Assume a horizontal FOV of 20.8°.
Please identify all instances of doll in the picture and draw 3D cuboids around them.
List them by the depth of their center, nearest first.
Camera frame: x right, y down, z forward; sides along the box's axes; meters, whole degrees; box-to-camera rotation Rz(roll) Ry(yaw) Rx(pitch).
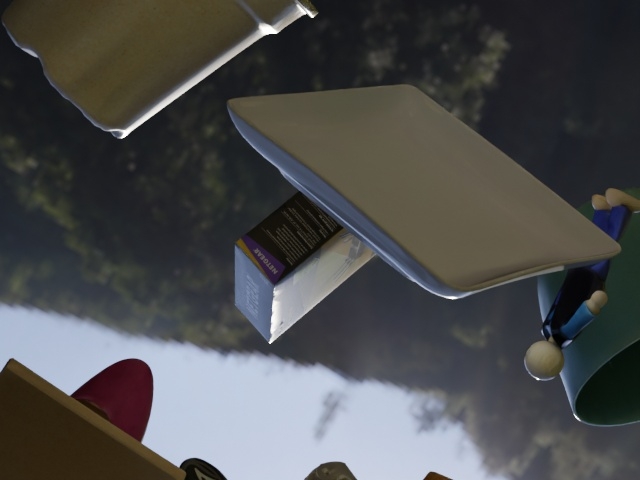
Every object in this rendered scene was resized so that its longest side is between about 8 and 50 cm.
[{"bbox_3d":[0.245,0.047,1.653,0.046,0.189,0.129,26,169,-7],"label":"doll"}]

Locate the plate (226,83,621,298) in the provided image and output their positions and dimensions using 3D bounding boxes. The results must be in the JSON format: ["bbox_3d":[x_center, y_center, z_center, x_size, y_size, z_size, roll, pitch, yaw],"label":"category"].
[{"bbox_3d":[0.088,-0.040,1.513,0.278,0.045,0.277,40,-152,27],"label":"plate"}]

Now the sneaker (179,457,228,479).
[{"bbox_3d":[-0.132,0.328,2.116,0.188,0.067,0.078,-114,5,-48],"label":"sneaker"}]

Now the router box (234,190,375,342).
[{"bbox_3d":[0.000,0.000,2.350,0.081,0.243,0.309,48,167,11],"label":"router box"}]

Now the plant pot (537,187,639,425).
[{"bbox_3d":[0.425,0.072,2.341,0.293,0.293,0.235,11,-133,-45],"label":"plant pot"}]

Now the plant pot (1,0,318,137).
[{"bbox_3d":[-0.226,-0.310,2.243,0.334,0.305,0.334,46,-176,-5],"label":"plant pot"}]

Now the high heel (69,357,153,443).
[{"bbox_3d":[-0.332,0.264,2.137,0.127,0.377,0.181,21,151,21],"label":"high heel"}]

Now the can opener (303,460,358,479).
[{"bbox_3d":[0.070,0.436,2.467,0.076,0.095,0.283,-19,-119,-36],"label":"can opener"}]

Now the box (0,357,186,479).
[{"bbox_3d":[-0.251,0.221,1.670,0.201,0.164,0.021,35,-149,-8],"label":"box"}]

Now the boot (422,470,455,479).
[{"bbox_3d":[0.083,0.370,2.111,0.295,0.211,0.104,22,158,13],"label":"boot"}]
